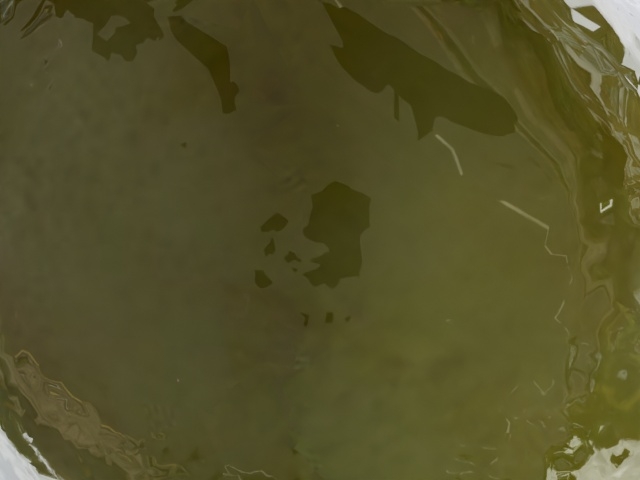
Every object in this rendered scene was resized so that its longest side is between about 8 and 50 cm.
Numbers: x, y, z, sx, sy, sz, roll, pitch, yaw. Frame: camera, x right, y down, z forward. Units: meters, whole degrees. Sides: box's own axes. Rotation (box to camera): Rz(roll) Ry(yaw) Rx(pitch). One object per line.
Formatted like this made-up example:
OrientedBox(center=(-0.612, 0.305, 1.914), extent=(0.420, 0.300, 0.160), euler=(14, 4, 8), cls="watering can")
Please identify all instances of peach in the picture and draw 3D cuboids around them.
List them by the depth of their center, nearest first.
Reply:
OrientedBox(center=(0.004, 0.007, 0.622), extent=(0.281, 0.315, 0.314), euler=(-31, -134, 21), cls="peach")
